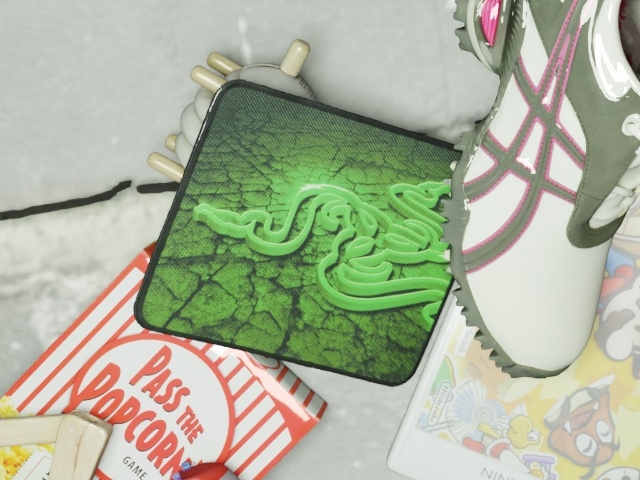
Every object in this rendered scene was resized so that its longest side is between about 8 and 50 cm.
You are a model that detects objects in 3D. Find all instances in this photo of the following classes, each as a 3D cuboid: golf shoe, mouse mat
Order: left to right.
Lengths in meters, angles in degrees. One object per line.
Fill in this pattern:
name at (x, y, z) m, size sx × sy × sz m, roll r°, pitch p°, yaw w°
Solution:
mouse mat at (0.000, 0.000, 1.073) m, size 0.190 × 0.007 × 0.152 m, roll 15°, pitch 104°, yaw -29°
golf shoe at (0.135, -0.047, 0.996) m, size 0.120 × 0.105 × 0.272 m, roll 15°, pitch 113°, yaw 40°

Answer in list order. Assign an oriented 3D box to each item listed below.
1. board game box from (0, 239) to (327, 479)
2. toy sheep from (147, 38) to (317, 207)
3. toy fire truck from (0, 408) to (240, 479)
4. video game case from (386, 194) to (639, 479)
board game box at (-0.115, 0.119, 1.136) m, size 0.147 × 0.045 × 0.193 m, roll 44°, pitch 100°, yaw -1°
toy sheep at (-0.042, -0.059, 1.082) m, size 0.091 × 0.091 × 0.132 m, roll 30°, pitch 118°, yaw 2°
toy fire truck at (-0.142, 0.150, 1.095) m, size 0.192 × 0.047 × 0.135 m, roll -19°, pitch 94°, yaw 9°
video game case at (0.174, 0.069, 1.103) m, size 0.206 × 0.026 × 0.227 m, roll 22°, pitch 100°, yaw 3°
